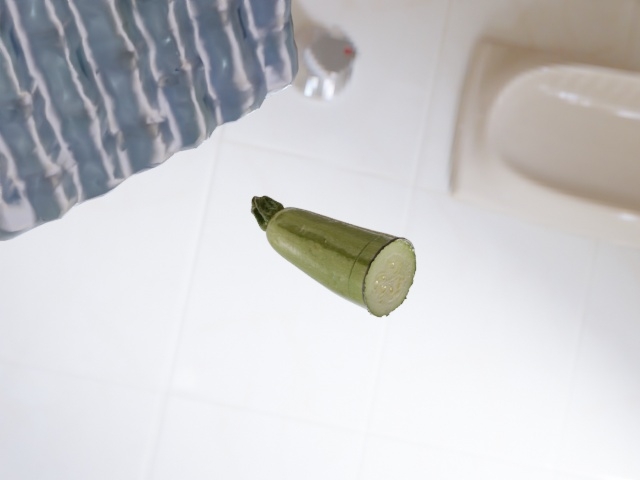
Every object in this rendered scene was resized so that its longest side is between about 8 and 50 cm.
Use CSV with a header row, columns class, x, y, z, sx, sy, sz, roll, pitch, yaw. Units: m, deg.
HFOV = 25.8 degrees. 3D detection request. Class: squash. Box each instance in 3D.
class,x,y,z,sx,sy,sz,roll,pitch,yaw
squash,0.000,0.000,1.600,0.224,0.094,0.094,28,-176,33

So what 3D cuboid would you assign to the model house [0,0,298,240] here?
class,x,y,z,sx,sy,sz,roll,pitch,yaw
model house,-0.229,-0.250,0.654,0.445,0.400,0.395,10,147,13
